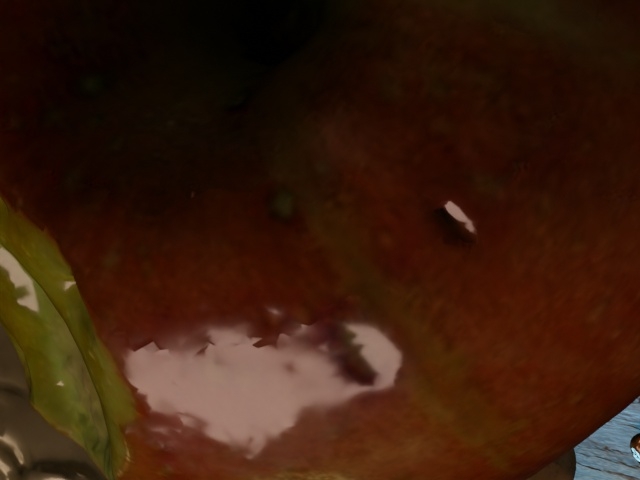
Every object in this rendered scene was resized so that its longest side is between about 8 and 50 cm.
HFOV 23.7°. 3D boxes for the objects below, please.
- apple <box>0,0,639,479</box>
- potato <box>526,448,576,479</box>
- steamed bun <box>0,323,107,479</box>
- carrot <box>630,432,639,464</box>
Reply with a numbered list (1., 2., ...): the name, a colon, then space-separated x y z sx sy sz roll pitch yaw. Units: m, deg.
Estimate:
1. apple: 0.009 -0.051 0.601 0.339 0.340 0.339 15 160 6
2. potato: 0.175 0.207 1.475 0.147 0.112 0.112 12 160 -3
3. steamed bun: -0.133 -0.006 0.840 0.312 0.334 0.233 46 121 -7
4. carrot: 0.344 0.235 1.489 0.057 0.057 0.224 2 152 37
